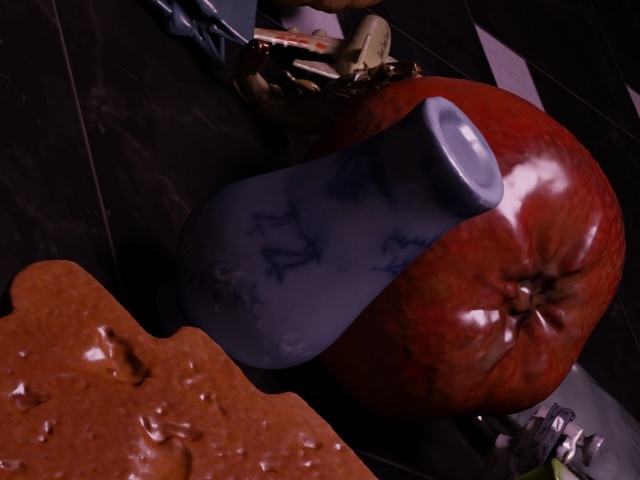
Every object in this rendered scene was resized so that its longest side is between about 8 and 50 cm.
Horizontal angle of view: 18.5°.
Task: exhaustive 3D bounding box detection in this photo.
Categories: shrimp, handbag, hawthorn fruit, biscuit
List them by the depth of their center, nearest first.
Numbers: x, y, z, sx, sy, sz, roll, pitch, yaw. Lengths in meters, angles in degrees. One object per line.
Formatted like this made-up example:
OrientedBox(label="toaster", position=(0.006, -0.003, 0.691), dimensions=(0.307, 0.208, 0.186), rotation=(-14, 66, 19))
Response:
OrientedBox(label="biscuit", position=(-0.093, 0.139, 1.138), dimensions=(0.306, 0.043, 0.284), rotation=(18, 39, -11))
OrientedBox(label="hawthorn fruit", position=(0.100, -0.005, 1.567), dimensions=(0.275, 0.275, 0.299), rotation=(35, 22, -41))
OrientedBox(label="shrimp", position=(-0.002, -0.141, 1.655), dimensions=(0.124, 0.178, 0.034), rotation=(34, 58, -28))
OrientedBox(label="handbag", position=(-0.140, -0.266, 1.669), dimensions=(0.229, 0.062, 0.179), rotation=(44, 28, -28))
OrientedBox(label="handbag", position=(0.236, 0.178, 1.849), dimensions=(0.332, 0.075, 0.191), rotation=(39, 27, -30))

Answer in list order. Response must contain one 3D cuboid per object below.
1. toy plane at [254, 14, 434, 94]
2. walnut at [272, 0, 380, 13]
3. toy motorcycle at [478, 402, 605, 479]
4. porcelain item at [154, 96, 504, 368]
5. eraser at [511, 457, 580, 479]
OrientedBox(label="toy plane", position=(0.035, -0.160, 1.808), dimensions=(0.229, 0.092, 0.244), rotation=(20, 10, 0))
OrientedBox(label="walnut", position=(0.001, -0.282, 1.837), dimensions=(0.166, 0.166, 0.149), rotation=(39, 68, -36))
OrientedBox(label="toy motorcycle", position=(0.155, 0.206, 1.569), dimensions=(0.074, 0.151, 0.228), rotation=(32, -13, 8))
OrientedBox(label="porcelain item", position=(0.000, 0.000, 1.369), dimensions=(0.141, 0.259, 0.141), rotation=(42, 30, -31))
OrientedBox(label="eraser", position=(0.074, 0.275, 1.161), dimensions=(0.092, 0.274, 0.210), rotation=(29, 36, -45))
